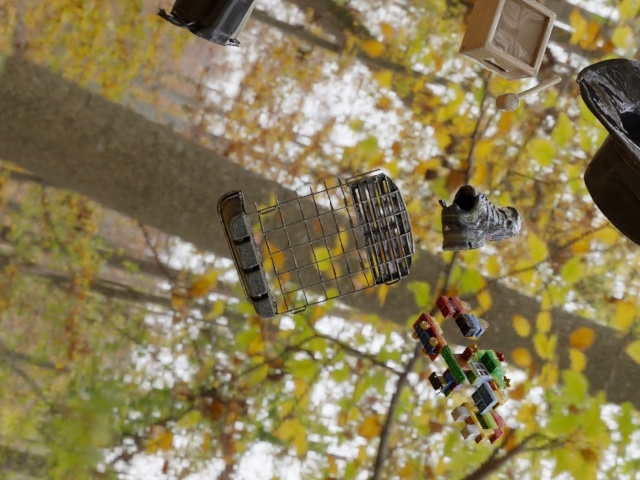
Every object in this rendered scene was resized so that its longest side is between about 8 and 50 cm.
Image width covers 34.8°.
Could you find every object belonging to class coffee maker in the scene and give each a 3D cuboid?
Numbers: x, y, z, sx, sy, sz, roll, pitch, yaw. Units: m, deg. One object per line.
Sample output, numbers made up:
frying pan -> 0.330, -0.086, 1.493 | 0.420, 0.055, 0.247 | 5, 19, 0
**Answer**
coffee maker -> -0.145, -0.407, 1.610 | 0.178, 0.120, 0.171 | -56, 178, 20

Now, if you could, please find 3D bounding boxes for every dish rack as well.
dish rack -> 0.000, 0.000, 1.530 | 0.074, 0.271, 0.208 | -110, -176, -60

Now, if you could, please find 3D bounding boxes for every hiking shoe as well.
hiking shoe -> 0.303, -0.052, 1.908 | 0.086, 0.227, 0.114 | -4, -80, 41

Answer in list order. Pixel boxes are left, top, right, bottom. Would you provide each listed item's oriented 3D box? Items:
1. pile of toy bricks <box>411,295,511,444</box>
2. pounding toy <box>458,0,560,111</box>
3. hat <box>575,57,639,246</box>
pile of toy bricks -> 0.225, 0.178, 1.462 | 0.118, 0.105, 0.212 | -55, -135, 33
pounding toy -> 0.349, -0.332, 1.876 | 0.094, 0.181, 0.206 | 3, -108, 63
hat -> 0.421, -0.070, 1.258 | 0.134, 0.331, 0.331 | -53, -149, 38
